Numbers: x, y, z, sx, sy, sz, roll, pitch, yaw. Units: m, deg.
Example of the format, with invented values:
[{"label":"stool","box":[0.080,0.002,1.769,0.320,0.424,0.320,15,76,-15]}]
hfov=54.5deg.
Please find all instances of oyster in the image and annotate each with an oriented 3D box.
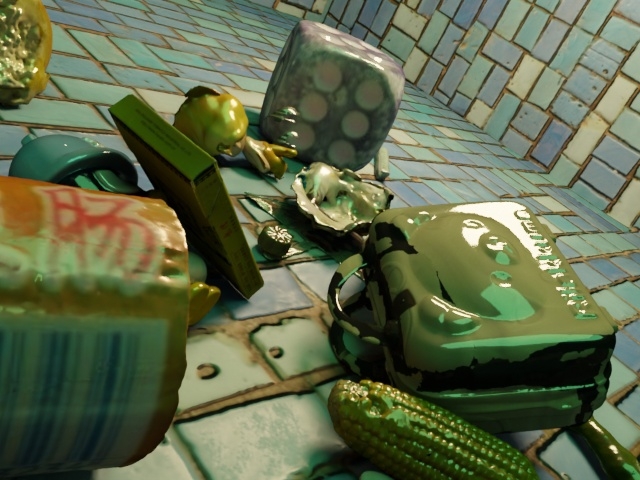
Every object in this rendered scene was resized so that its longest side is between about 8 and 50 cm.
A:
[{"label":"oyster","box":[0.030,-0.070,1.162,0.214,0.083,0.223,32,34,29]}]

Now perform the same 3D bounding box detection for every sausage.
[{"label":"sausage","box":[-0.269,0.061,0.456,0.287,0.233,0.233,7,31,-35]}]

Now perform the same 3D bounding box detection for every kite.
[{"label":"kite","box":[0.000,0.000,1.101,0.335,0.011,0.314,35,26,17]}]

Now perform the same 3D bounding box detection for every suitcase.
[{"label":"suitcase","box":[0.179,0.088,0.836,0.339,0.194,0.351,-4,36,-4]}]

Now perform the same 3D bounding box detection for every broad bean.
[{"label":"broad bean","box":[0.410,0.306,0.877,0.052,0.052,0.256,62,1,-34]}]

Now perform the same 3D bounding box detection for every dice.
[{"label":"dice","box":[0.022,-0.336,1.462,0.270,0.270,0.271,19,26,-15]}]

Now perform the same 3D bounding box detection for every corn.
[{"label":"corn","box":[0.125,0.229,0.672,0.262,0.097,0.097,30,25,0]}]

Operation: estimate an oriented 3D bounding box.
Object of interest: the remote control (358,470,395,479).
[{"label":"remote control","box":[0.110,0.292,0.623,0.166,0.029,0.065,31,17,-1]}]

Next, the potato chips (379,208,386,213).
[{"label":"potato chips","box":[0.165,-0.010,1.156,0.057,0.080,0.407,37,12,20]}]

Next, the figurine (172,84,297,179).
[{"label":"figurine","box":[-0.169,-0.203,1.209,0.246,0.131,0.156,28,18,-34]}]

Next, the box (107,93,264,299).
[{"label":"box","box":[-0.155,-0.042,0.775,0.041,0.279,0.153,-42,63,-16]}]

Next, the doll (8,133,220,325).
[{"label":"doll","box":[-0.251,-0.024,0.741,0.314,0.141,0.177,41,-3,11]}]

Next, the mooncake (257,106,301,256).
[{"label":"mooncake","box":[-0.069,-0.108,1.095,0.150,0.057,0.346,12,49,-36]}]

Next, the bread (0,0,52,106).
[{"label":"bread","box":[-0.591,-0.350,0.956,0.270,0.211,0.316,37,23,22]}]

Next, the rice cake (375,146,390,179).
[{"label":"rice cake","box":[0.162,-0.203,1.627,0.033,0.033,0.207,25,25,-7]}]
